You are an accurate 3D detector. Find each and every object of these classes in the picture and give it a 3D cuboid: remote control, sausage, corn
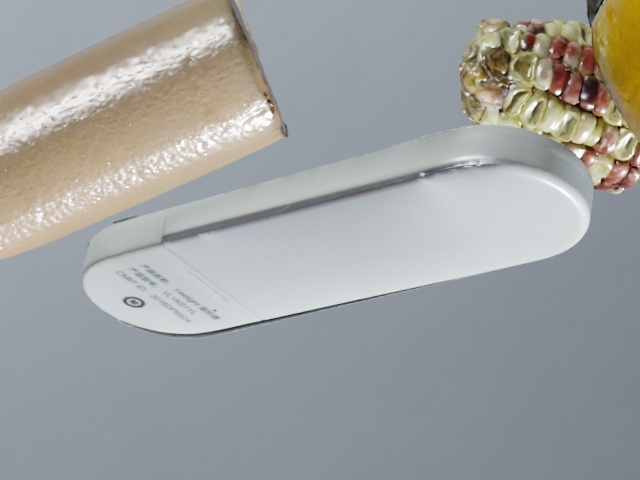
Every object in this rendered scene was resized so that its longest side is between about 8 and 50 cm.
[{"bbox_3d":[0.000,0.000,0.781,0.245,0.022,0.077,-14,141,35],"label":"remote control"},{"bbox_3d":[-0.156,-0.083,1.385,0.253,0.123,0.123,-24,125,6],"label":"sausage"},{"bbox_3d":[0.210,-0.058,1.030,0.290,0.098,0.098,11,116,-9],"label":"corn"}]

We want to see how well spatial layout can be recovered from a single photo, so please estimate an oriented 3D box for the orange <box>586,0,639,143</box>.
[{"bbox_3d":[0.193,-0.070,0.794,0.170,0.112,0.160,8,137,12],"label":"orange"}]
